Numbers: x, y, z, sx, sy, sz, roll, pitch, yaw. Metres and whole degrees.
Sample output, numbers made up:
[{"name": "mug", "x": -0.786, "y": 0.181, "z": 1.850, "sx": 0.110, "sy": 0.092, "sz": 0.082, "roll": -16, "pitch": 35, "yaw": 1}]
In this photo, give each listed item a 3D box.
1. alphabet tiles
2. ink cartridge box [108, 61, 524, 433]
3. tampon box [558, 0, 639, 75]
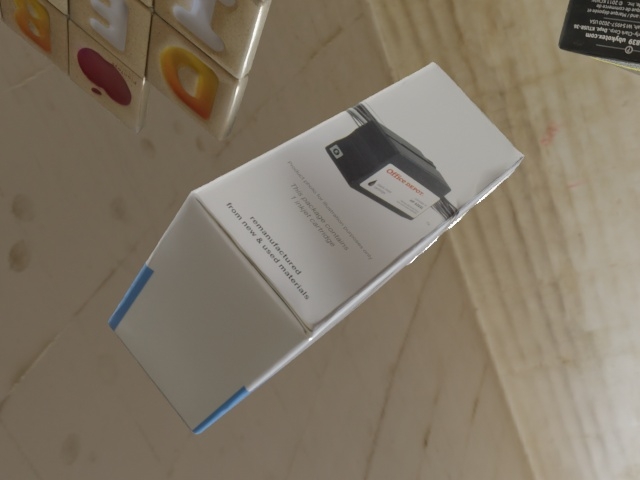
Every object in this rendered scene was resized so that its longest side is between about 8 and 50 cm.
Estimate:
[{"name": "alphabet tiles", "x": -0.132, "y": -0.192, "z": 0.333, "sx": 0.285, "sy": 0.342, "sz": 0.011, "roll": 39, "pitch": -119, "yaw": 3}, {"name": "ink cartridge box", "x": 0.000, "y": 0.000, "z": 0.656, "sx": 0.129, "sy": 0.223, "sz": 0.307, "roll": 50, "pitch": -132, "yaw": 6}, {"name": "tampon box", "x": 0.216, "y": -0.126, "z": 0.378, "sx": 0.161, "sy": 0.120, "sz": 0.101, "roll": -4, "pitch": -69, "yaw": -49}]
